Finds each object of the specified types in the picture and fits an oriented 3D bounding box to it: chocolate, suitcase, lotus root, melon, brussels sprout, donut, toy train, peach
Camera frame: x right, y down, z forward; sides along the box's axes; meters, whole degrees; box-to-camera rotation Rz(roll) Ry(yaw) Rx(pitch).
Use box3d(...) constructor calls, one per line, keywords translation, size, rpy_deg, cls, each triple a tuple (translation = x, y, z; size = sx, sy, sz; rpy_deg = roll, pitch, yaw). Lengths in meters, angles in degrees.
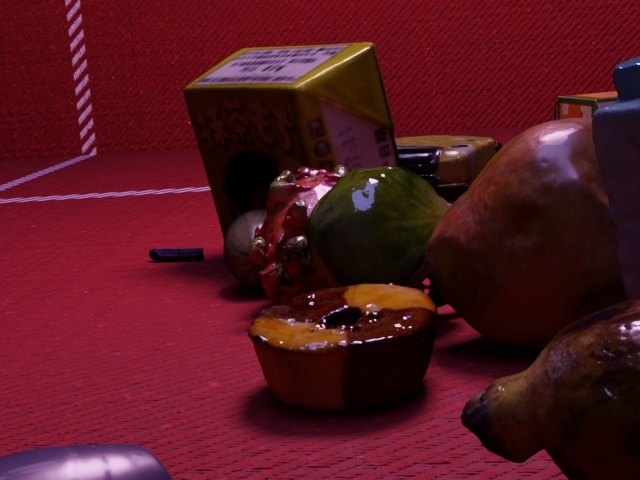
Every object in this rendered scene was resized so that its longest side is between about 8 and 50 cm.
box3d(translation=(-0.033, -0.102, 1.530), size=(0.137, 0.288, 0.301), rpy_deg=(-26, 21, -34), cls="chocolate")
box3d(translation=(0.149, -0.073, 1.660), size=(0.194, 0.143, 0.235), rpy_deg=(1, 11, 23), cls="suitcase")
box3d(translation=(0.238, 0.096, 0.696), size=(0.314, 0.141, 0.169), rpy_deg=(-3, 6, 15), cls="lotus root")
box3d(translation=(-0.071, 0.011, 1.425), size=(0.098, 0.098, 0.130), rpy_deg=(-3, 15, 5), cls="melon")
box3d(translation=(0.062, -0.005, 1.168), size=(0.131, 0.145, 0.183), rpy_deg=(-52, -8, 37), cls="brussels sprout")
box3d(translation=(0.022, 0.091, 1.007), size=(0.166, 0.073, 0.184), rpy_deg=(-4, 11, -2), cls="donut")
box3d(translation=(-0.206, 0.021, 1.646), size=(0.083, 0.017, 0.017), rpy_deg=(-2, 18, 15), cls="toy train")
box3d(translation=(0.213, -0.002, 1.087), size=(0.235, 0.214, 0.214), rpy_deg=(-26, 13, -6), cls="peach")

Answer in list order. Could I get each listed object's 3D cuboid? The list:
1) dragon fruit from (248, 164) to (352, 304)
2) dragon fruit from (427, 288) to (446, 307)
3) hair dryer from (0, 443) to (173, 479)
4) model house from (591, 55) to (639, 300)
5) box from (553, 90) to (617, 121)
box3d(translation=(0.000, 0.000, 1.296), size=(0.160, 0.166, 0.172), rpy_deg=(32, 44, -9), cls="dragon fruit")
box3d(translation=(0.187, 0.037, 1.259), size=(0.190, 0.094, 0.094), rpy_deg=(-37, 27, -30), cls="dragon fruit")
box3d(translation=(-0.264, 0.188, 0.615), size=(0.301, 0.121, 0.361), rpy_deg=(-21, 8, -32), cls="hair dryer")
box3d(translation=(0.391, -0.038, 0.926), size=(0.230, 0.280, 0.249), rpy_deg=(-22, 12, -38), cls="model house")
box3d(translation=(0.483, -0.143, 1.806), size=(0.195, 0.177, 0.148), rpy_deg=(-7, 11, -13), cls="box")
